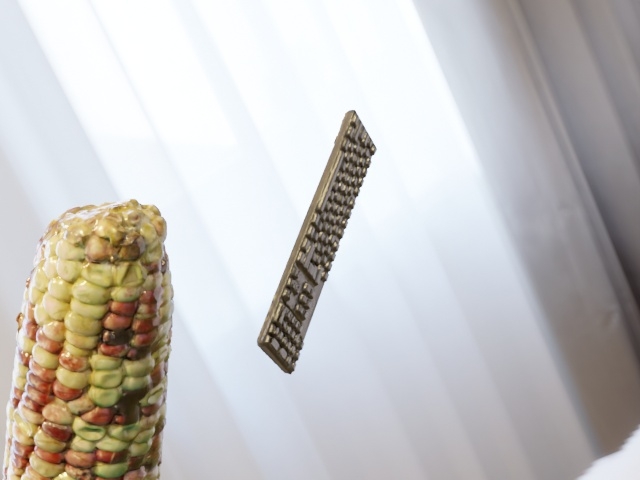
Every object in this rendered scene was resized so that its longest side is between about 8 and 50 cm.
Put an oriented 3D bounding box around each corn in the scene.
[{"bbox_3d":[-0.121,0.090,0.702,0.086,0.253,0.086,7,27,-4],"label":"corn"}]

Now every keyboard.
[{"bbox_3d":[0.000,0.000,1.053,0.013,0.061,0.204,10,67,26],"label":"keyboard"}]
